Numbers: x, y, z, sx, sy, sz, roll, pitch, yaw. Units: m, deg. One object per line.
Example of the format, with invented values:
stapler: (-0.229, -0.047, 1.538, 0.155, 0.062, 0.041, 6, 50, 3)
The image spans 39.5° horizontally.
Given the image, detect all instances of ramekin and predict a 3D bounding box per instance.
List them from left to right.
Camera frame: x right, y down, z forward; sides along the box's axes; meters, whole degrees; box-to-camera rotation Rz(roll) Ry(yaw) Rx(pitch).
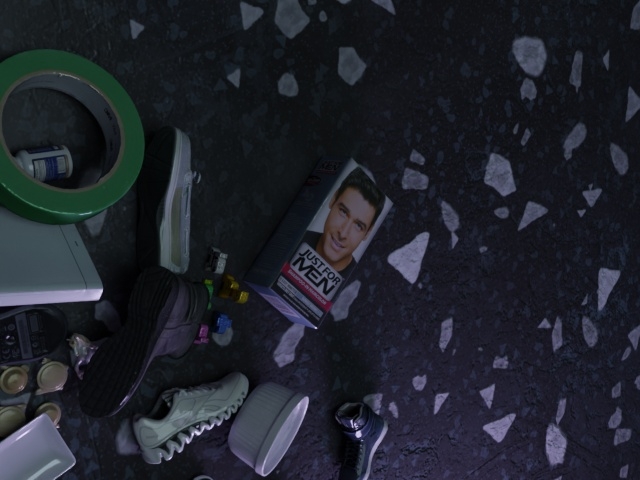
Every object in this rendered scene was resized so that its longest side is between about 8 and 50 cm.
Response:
ramekin: (-0.124, 0.423, 2.052, 0.207, 0.109, 0.207, -56, 164, -24)

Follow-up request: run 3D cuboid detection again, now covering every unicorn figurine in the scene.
unicorn figurine: (-0.466, 0.233, 1.832, 0.162, 0.060, 0.111, -21, 113, -55)

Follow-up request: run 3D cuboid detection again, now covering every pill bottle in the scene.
pill bottle: (-0.541, -0.143, 1.701, 0.120, 0.067, 0.067, -14, 105, -37)

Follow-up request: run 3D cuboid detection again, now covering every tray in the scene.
tray: (-0.624, 0.462, 1.738, 0.270, 0.030, 0.145, -36, 120, -25)

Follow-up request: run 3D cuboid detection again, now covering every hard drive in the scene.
hard drive: (-0.594, 0.023, 1.593, 0.353, 0.233, 0.047, -1, 133, -39)

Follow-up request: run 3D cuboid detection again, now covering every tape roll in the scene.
tape roll: (-0.490, -0.193, 1.661, 0.321, 0.077, 0.321, 11, 69, -32)

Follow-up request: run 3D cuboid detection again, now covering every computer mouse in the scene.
computer mouse: (-0.620, 0.173, 1.688, 0.272, 0.072, 0.188, -8, 109, -28)

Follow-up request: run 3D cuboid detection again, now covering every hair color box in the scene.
hair color box: (0.000, 0.000, 2.133, 0.185, 0.113, 0.374, 44, 69, -34)

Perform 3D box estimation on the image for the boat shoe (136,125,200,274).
boat shoe: (-0.313, -0.080, 1.872, 0.103, 0.118, 0.320, -4, 103, -45)

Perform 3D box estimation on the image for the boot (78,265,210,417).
boot: (-0.346, 0.226, 1.855, 0.338, 0.118, 0.223, -59, 158, -6)

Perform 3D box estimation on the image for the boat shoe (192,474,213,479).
boat shoe: (-0.292, 0.688, 2.015, 0.114, 0.091, 0.302, 21, 83, -39)

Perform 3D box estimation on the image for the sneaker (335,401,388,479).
sneaker: (0.078, 0.522, 2.284, 0.163, 0.086, 0.226, 52, 55, -44)

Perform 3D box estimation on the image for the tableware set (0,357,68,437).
tableware set: (-0.577, 0.314, 1.773, 0.141, 0.020, 0.169, 6, 94, -38)

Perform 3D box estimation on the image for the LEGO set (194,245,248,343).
LEGO set: (-0.218, 0.136, 1.989, 0.087, 0.093, 0.227, 17, 86, -40)

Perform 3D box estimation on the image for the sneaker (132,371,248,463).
sneaker: (-0.283, 0.367, 1.971, 0.292, 0.110, 0.118, -33, 107, -31)
